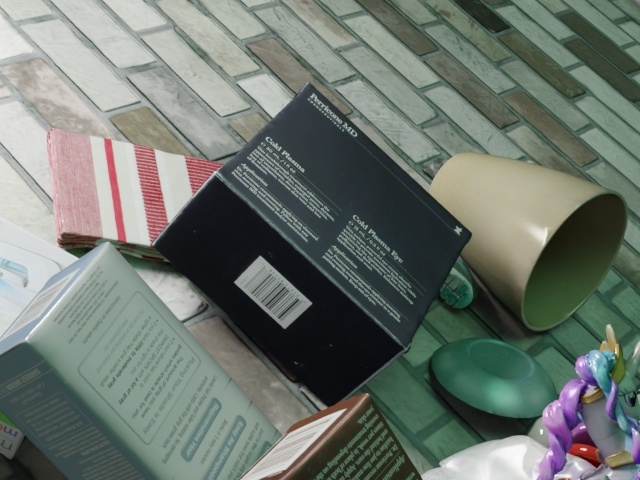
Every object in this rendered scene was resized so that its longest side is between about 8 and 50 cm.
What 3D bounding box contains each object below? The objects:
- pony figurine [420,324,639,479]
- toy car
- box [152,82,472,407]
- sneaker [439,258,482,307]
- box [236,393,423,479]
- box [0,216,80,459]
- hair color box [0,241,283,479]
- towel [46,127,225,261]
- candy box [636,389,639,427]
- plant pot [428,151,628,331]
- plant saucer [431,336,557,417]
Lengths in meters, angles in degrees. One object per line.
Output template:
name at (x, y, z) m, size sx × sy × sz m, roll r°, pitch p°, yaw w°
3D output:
pony figurine at (0.317, 0.327, 1.400) m, size 0.363 × 0.351 × 0.303 m, roll 62°, pitch -3°, yaw -6°
toy car at (0.368, 0.312, 1.591) m, size 0.159 × 0.136 × 0.182 m, roll 31°, pitch 38°, yaw 1°
box at (0.000, 0.000, 1.616) m, size 0.343 × 0.179 × 0.312 m, roll 43°, pitch 39°, yaw -3°
sneaker at (0.201, 0.044, 1.854) m, size 0.076 × 0.065 × 0.166 m, roll 3°, pitch 47°, yaw -54°
box at (0.062, 0.379, 1.209) m, size 0.381 × 0.143 × 0.191 m, roll 57°, pitch 39°, yaw -2°
box at (-0.414, 0.090, 1.336) m, size 0.262 × 0.126 × 0.231 m, roll 29°, pitch 36°, yaw -4°
hair color box at (-0.182, 0.206, 1.251) m, size 0.374 × 0.114 × 0.185 m, roll 50°, pitch 35°, yaw -15°
towel at (-0.237, -0.055, 1.685) m, size 0.329 × 0.037 × 0.237 m, roll 11°, pitch 40°, yaw -26°
candy box at (0.521, 0.310, 1.747) m, size 0.159 × 0.071 × 0.233 m, roll 47°, pitch 40°, yaw 19°
plant pot at (0.318, -0.032, 1.880) m, size 0.256 × 0.256 × 0.274 m, roll -13°, pitch 39°, yaw -42°
plant saucer at (0.262, 0.190, 1.691) m, size 0.195 × 0.037 × 0.195 m, roll 11°, pitch 27°, yaw -5°
